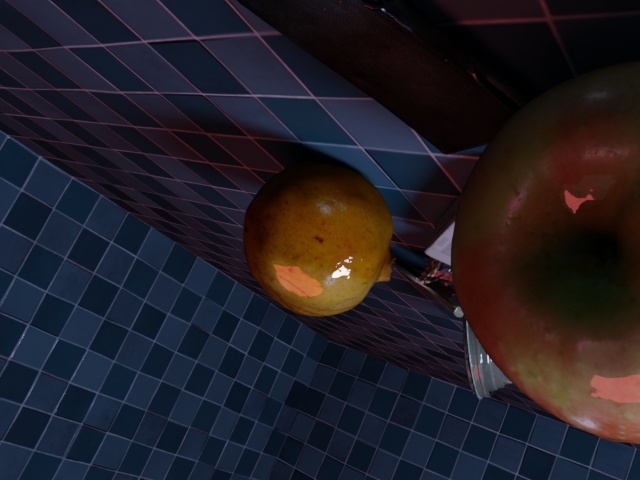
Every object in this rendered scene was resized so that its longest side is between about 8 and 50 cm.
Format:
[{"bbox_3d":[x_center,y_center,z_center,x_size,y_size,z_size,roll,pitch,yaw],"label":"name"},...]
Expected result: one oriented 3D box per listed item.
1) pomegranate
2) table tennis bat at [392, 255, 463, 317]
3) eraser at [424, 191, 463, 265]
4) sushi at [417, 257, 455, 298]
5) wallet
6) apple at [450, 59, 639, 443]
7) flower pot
[{"bbox_3d":[0.000,0.000,1.109,0.264,0.264,0.264,23,166,6],"label":"pomegranate"},{"bbox_3d":[0.219,0.090,1.376,0.138,0.022,0.246,29,-172,-32],"label":"table tennis bat"},{"bbox_3d":[0.235,-0.025,1.002,0.089,0.061,0.352,25,166,3],"label":"eraser"},{"bbox_3d":[0.233,0.054,1.241,0.078,0.091,0.150,29,168,1],"label":"sushi"},{"bbox_3d":[0.071,-0.194,0.701,0.317,0.045,0.172,30,168,-21],"label":"wallet"},{"bbox_3d":[0.276,0.012,0.573,0.277,0.319,0.319,10,179,-41],"label":"apple"},{"bbox_3d":[0.371,0.202,1.349,0.140,0.236,0.235,-5,156,19],"label":"flower pot"}]
